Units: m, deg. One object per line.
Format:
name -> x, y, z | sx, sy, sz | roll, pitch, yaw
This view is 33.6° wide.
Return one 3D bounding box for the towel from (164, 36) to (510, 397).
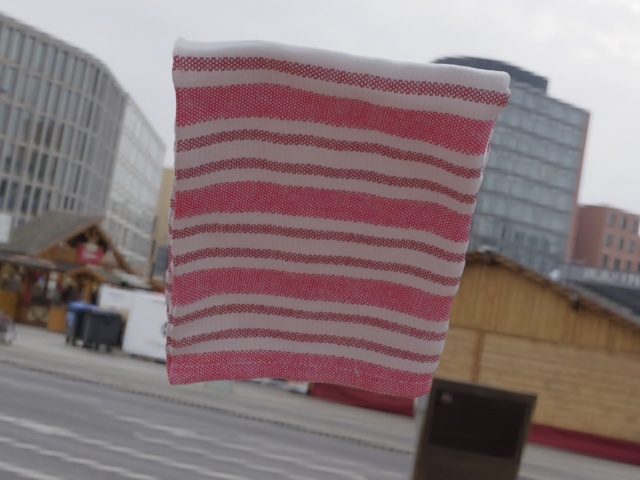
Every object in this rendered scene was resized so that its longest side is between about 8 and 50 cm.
towel -> 0.000, 0.000, 0.493 | 0.144, 0.197, 0.029 | 4, 40, -6
